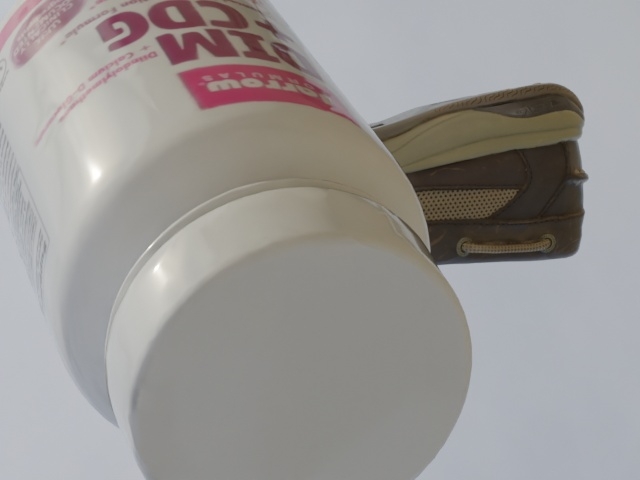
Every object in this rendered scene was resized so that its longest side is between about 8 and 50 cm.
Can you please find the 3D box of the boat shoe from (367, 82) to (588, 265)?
[{"bbox_3d":[0.000,0.000,1.122,0.132,0.355,0.130,-143,40,-86],"label":"boat shoe"}]

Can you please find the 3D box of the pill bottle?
[{"bbox_3d":[-0.048,-0.009,0.790,0.160,0.160,0.283,28,-165,-32],"label":"pill bottle"}]
